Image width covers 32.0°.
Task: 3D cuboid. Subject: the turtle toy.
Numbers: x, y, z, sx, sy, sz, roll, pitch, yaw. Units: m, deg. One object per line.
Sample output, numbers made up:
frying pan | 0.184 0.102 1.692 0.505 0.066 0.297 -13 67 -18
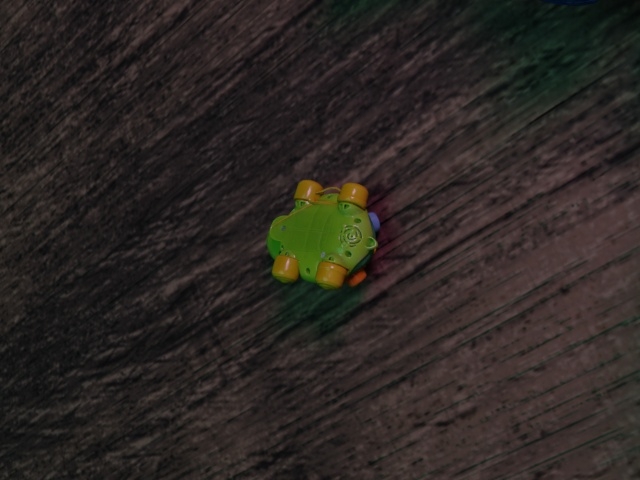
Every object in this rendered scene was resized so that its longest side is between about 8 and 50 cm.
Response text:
turtle toy | 0.000 0.000 0.977 0.130 0.066 0.095 6 74 40

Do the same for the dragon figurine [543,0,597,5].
dragon figurine | 0.161 -0.214 0.735 0.289 0.085 0.144 8 73 20
